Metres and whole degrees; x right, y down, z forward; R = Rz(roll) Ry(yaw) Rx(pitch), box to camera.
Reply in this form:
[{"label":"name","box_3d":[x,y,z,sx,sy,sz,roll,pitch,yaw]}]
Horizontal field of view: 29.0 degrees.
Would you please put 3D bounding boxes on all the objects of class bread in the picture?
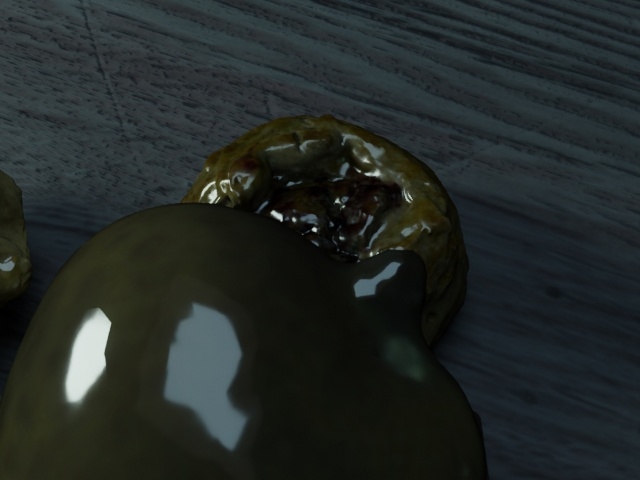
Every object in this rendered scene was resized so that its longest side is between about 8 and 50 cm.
[{"label":"bread","box_3d":[0.000,0.000,0.900,0.230,0.123,0.230,2,49,-2]}]

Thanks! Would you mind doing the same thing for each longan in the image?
[{"label":"longan","box_3d":[-0.048,0.119,0.708,0.300,0.243,0.300,0,86,2]}]

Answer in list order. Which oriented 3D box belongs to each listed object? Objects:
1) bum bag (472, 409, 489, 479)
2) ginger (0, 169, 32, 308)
[{"label":"bum bag","box_3d":[0.064,0.177,0.815,0.109,0.026,0.159,-2,50,-2]},{"label":"ginger","box_3d":[-0.331,0.031,0.870,0.270,0.123,0.219,-39,61,-15]}]
